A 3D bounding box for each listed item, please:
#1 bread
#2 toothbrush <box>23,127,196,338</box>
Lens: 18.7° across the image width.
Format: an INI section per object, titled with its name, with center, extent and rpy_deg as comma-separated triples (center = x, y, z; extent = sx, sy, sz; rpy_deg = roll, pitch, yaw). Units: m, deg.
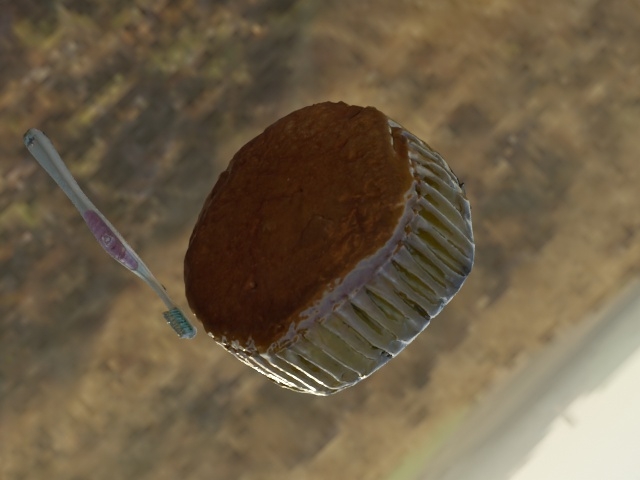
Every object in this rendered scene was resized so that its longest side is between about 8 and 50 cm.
[bread]
center = 0.001, 0.000, 1.313
extent = 0.199, 0.199, 0.104
rpy_deg = -45, 137, 9
[toothbrush]
center = -0.156, -0.006, 1.430
extent = 0.017, 0.204, 0.022
rpy_deg = -46, 163, 22
